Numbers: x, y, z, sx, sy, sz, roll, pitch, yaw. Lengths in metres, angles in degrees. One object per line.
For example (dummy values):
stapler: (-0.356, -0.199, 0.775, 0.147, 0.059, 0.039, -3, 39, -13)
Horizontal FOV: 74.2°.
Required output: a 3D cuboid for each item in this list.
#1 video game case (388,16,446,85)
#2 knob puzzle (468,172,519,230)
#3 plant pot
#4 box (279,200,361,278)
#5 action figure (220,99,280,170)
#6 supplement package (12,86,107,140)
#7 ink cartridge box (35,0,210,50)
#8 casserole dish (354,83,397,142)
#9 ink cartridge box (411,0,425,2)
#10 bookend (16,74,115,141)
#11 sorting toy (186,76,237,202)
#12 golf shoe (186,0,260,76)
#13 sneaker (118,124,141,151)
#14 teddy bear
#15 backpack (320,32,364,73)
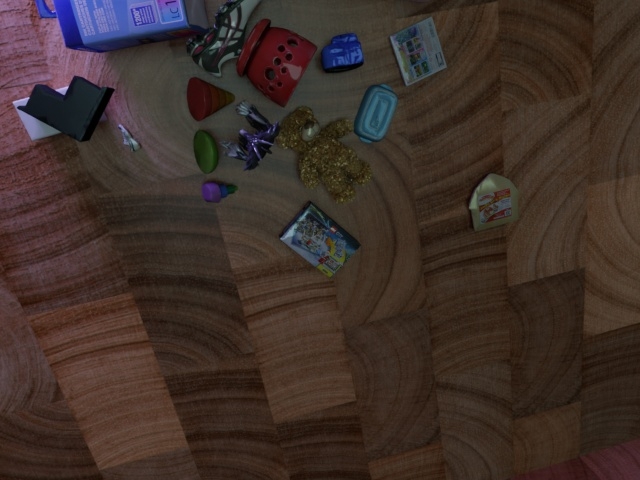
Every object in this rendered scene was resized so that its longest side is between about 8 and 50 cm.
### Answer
video game case: (0.303, -0.584, 1.312, 0.143, 0.019, 0.157, -26, 111, -1)
knob puzzle: (0.611, -0.146, 1.504, 0.213, 0.030, 0.213, -3, 109, -9)
plant pot: (-0.126, -0.495, 1.172, 0.174, 0.191, 0.191, 29, 101, -15)
box: (0.000, 0.000, 1.432, 0.233, 0.044, 0.159, 40, 97, -19)
action figure: (-0.198, -0.288, 1.178, 0.141, 0.275, 0.164, 28, 101, -18)
supplement package: (-0.704, -0.351, 1.157, 0.180, 0.105, 0.105, -18, 111, -5)
ink cartridge box: (-0.506, -0.627, 1.045, 0.396, 0.151, 0.269, -4, 108, 12)
casserole dish: (0.178, -0.400, 1.340, 0.114, 0.037, 0.188, 17, 105, -15)
ink cartridge box: (0.222, -0.885, 1.120, 0.286, 0.166, 0.394, 4, 107, -12)
bookend: (-0.640, -0.358, 1.071, 0.157, 0.072, 0.156, 28, 100, -18)
sorting toy: (-0.303, -0.296, 1.269, 0.126, 0.127, 0.365, -18, 116, -36)
golf shoe: (-0.248, -0.587, 1.180, 0.273, 0.105, 0.120, -41, 125, 11)
sneaker: (-0.566, -0.298, 1.238, 0.037, 0.032, 0.083, -35, 110, 2)
teddy bear: (0.024, -0.263, 1.317, 0.245, 0.113, 0.337, -29, 111, -2)
backpack: (0.059, -0.545, 1.242, 0.120, 0.098, 0.101, -12, 101, 7)
